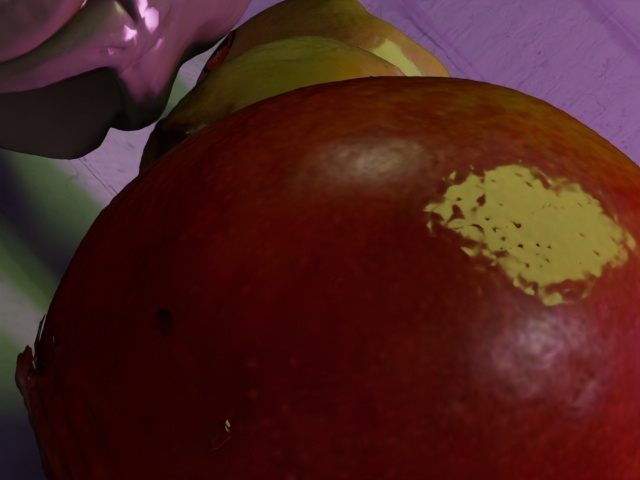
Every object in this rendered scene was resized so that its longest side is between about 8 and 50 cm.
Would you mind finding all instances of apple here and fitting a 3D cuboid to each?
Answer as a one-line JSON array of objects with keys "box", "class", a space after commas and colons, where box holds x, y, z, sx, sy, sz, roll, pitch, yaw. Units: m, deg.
[{"box": [0.008, -0.168, 1.698, 0.338, 0.305, 0.338, 42, 11, -10], "class": "apple"}]

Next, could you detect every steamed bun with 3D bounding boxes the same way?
[{"box": [-0.234, -0.199, 0.938, 0.342, 0.255, 0.368, 42, 26, 14], "class": "steamed bun"}]

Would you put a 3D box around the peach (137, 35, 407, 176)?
[{"box": [0.006, 0.005, 1.005, 0.314, 0.281, 0.315, 53, 20, 21], "class": "peach"}]

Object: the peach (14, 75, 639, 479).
[{"box": [0.029, 0.089, 0.665, 0.370, 0.370, 0.370, 44, 9, -9], "class": "peach"}]
